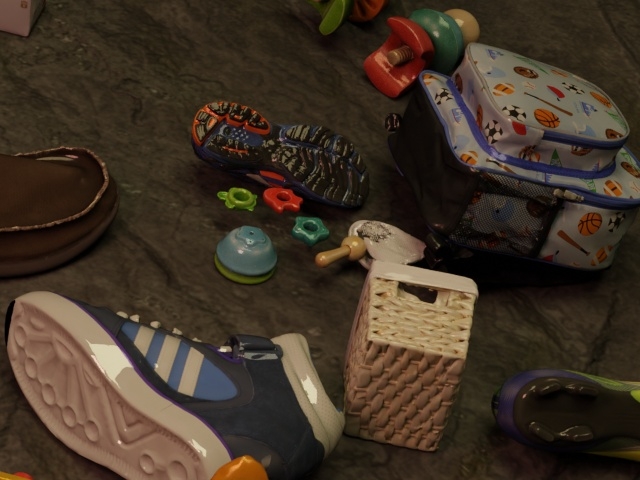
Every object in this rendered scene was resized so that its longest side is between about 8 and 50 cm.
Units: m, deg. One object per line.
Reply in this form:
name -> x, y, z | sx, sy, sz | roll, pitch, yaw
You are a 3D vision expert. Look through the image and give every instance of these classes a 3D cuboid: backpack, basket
backpack -> 0.232, -0.084, 2.226 | 0.263, 0.213, 0.276 | 19, 32, -25
basket -> 0.085, 0.118, 1.985 | 0.113, 0.167, 0.103 | 12, 45, -1

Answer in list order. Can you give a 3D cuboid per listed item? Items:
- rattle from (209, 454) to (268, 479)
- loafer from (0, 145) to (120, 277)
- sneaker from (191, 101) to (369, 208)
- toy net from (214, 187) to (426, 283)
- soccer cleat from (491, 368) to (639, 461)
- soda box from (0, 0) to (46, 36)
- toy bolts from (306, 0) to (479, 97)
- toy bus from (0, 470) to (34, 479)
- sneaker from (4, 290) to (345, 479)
rattle -> -0.092, 0.301, 1.663 | 0.130, 0.143, 0.199 | 38, 38, 4
loafer -> -0.372, -0.037, 2.071 | 0.366, 0.130, 0.134 | -16, 48, -30
sneaker -> -0.046, -0.094, 2.261 | 0.221, 0.087, 0.083 | 23, 71, -12
toy net -> 0.000, 0.000, 2.196 | 0.232, 0.045, 0.122 | 6, 39, -10
soccer cleat -> 0.311, 0.181, 2.029 | 0.289, 0.093, 0.121 | 11, -1, -18
soda box -> -0.444, -0.317, 2.427 | 0.216, 0.069, 0.074 | 14, 41, 3
toy bolts -> 0.107, -0.313, 2.482 | 0.158, 0.218, 0.228 | -25, 71, -44
toy bus -> -0.262, 0.276, 1.747 | 0.220, 0.149, 0.211 | 14, 24, -2
sneaker -> -0.128, 0.136, 1.955 | 0.323, 0.130, 0.236 | 35, 35, 31
